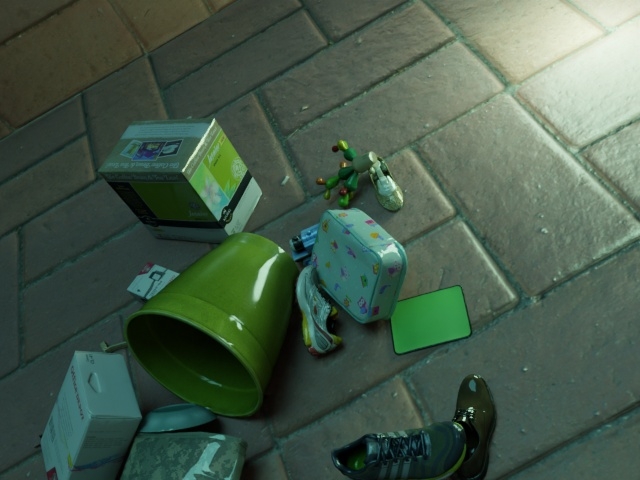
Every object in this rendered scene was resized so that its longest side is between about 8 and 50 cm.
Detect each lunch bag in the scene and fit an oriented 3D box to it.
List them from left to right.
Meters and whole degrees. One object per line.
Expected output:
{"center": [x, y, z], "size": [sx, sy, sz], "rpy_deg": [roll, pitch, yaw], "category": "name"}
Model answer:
{"center": [-0.295, 0.552, 1.581], "size": [0.287, 0.169, 0.235], "rpy_deg": [-8, 48, 29], "category": "lunch bag"}
{"center": [0.087, 0.061, 1.772], "size": [0.108, 0.224, 0.279], "rpy_deg": [-8, 33, -30], "category": "lunch bag"}

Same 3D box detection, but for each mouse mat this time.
{"center": [0.256, 0.186, 1.712], "size": [0.189, 0.007, 0.152], "rpy_deg": [-16, 47, 14], "category": "mouse mat"}

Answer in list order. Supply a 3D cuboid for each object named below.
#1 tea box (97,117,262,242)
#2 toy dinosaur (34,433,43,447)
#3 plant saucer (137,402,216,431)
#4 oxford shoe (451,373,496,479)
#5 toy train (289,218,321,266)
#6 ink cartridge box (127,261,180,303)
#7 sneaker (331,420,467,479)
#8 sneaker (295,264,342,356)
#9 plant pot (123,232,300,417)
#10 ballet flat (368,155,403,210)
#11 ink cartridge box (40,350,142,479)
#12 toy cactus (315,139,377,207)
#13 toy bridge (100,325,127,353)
{"center": [-0.411, -0.175, 2.159], "size": [0.329, 0.323, 0.220], "rpy_deg": [4, 55, 30], "category": "tea box"}
{"center": [-0.712, 0.543, 1.921], "size": [0.082, 0.047, 0.090], "rpy_deg": [44, 113, 36], "category": "toy dinosaur"}
{"center": [-0.346, 0.415, 1.719], "size": [0.195, 0.195, 0.037], "rpy_deg": [-8, 86, 22], "category": "plant saucer"}
{"center": [0.307, 0.365, 1.468], "size": [0.083, 0.096, 0.227], "rpy_deg": [-10, 47, 23], "category": "oxford shoe"}
{"center": [0.000, 0.000, 1.939], "size": [0.184, 0.105, 0.080], "rpy_deg": [-23, 45, 9], "category": "toy train"}
{"center": [-0.470, 0.136, 2.106], "size": [0.150, 0.063, 0.109], "rpy_deg": [15, 61, 37], "category": "ink cartridge box"}
{"center": [0.151, 0.426, 1.433], "size": [0.300, 0.121, 0.111], "rpy_deg": [-28, 51, 30], "category": "sneaker"}
{"center": [0.001, 0.167, 1.784], "size": [0.092, 0.088, 0.225], "rpy_deg": [-18, 71, 19], "category": "sneaker"}
{"center": [-0.224, 0.175, 1.769], "size": [0.366, 0.366, 0.353], "rpy_deg": [4, 44, 31], "category": "plant pot"}
{"center": [0.172, -0.165, 2.015], "size": [0.073, 0.067, 0.206], "rpy_deg": [-28, 45, 3], "category": "ballet flat"}
{"center": [-0.553, 0.453, 1.727], "size": [0.306, 0.131, 0.226], "rpy_deg": [-61, 39, 23], "category": "ink cartridge box"}
{"center": [0.079, -0.208, 2.053], "size": [0.180, 0.112, 0.219], "rpy_deg": [-27, 43, 41], "category": "toy cactus"}
{"center": [-0.542, 0.266, 2.061], "size": [0.188, 0.026, 0.063], "rpy_deg": [-38, 46, -6], "category": "toy bridge"}
